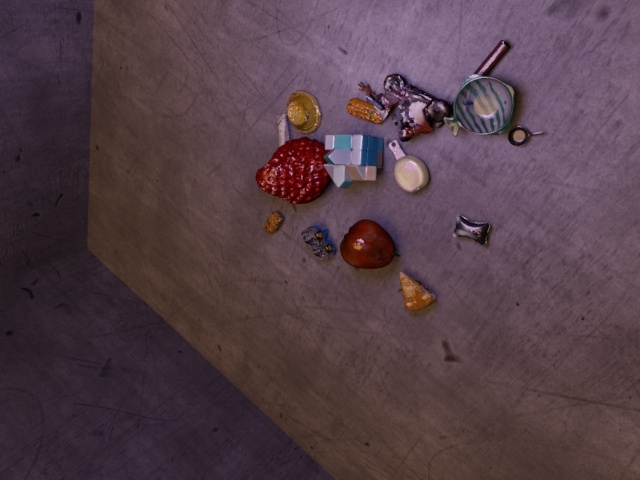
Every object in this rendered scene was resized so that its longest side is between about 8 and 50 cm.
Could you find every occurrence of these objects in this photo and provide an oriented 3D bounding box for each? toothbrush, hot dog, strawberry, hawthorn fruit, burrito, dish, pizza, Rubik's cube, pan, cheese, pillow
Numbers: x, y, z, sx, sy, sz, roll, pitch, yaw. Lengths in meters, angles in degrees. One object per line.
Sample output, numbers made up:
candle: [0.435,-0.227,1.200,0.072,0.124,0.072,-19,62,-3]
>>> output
toothbrush: [0.521,-0.537,1.620,0.041,0.041,0.364,47,132,10]
hot dog: [0.179,-0.524,1.870,0.188,0.055,0.072,27,126,23]
strawberry: [-0.121,-0.286,2.014,0.318,0.345,0.295,-7,105,38]
hawthorn fruit: [0.221,0.031,2.006,0.261,0.224,0.224,25,125,10]
burrito: [-0.171,-0.493,2.144,0.064,0.064,0.203,8,114,34]
dish: [0.556,-0.462,1.595,0.246,0.078,0.224,-28,101,40]
pizza: [0.410,0.215,2.044,0.154,0.069,0.193,-36,81,42]
Rubik's cube: [0.134,-0.319,1.873,0.225,0.265,0.212,10,100,36]
pan: [0.702,-0.361,1.577,0.115,0.023,0.068,0,110,40]
cheese: [0.342,-0.302,1.849,0.137,0.064,0.227,-30,93,38]
pillow: [0.589,-0.039,1.798,0.136,0.055,0.091,20,141,31]

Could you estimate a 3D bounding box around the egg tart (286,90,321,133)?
egg tart: [-0.086,-0.564,2.040,0.191,0.074,0.191,18,120,33]

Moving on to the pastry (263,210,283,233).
pastry: [-0.245,-0.087,2.393,0.080,0.056,0.140,51,134,21]

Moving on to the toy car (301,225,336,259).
toy car: [0.000,0.000,2.234,0.097,0.100,0.191,-16,120,40]

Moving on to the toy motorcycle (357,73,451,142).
toy motorcycle: [0.286,-0.514,1.748,0.401,0.134,0.207,37,122,16]
